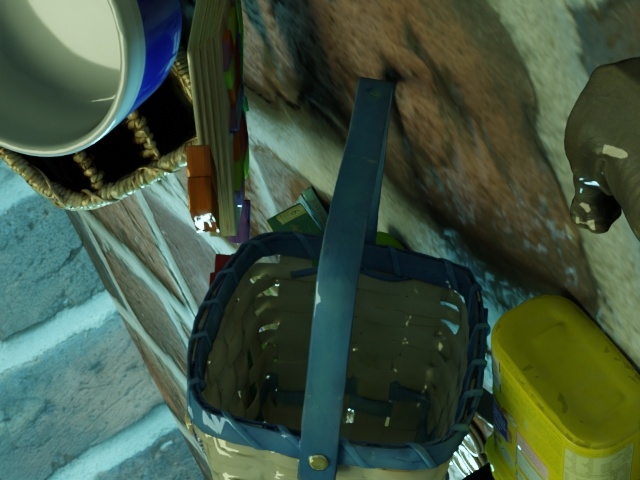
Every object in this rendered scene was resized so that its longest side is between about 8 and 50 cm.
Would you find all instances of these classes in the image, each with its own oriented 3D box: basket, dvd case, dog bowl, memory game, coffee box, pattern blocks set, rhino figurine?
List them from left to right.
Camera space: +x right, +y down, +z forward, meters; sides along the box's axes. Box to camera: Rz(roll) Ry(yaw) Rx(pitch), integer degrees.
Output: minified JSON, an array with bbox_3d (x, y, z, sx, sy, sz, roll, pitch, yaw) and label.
[{"bbox_3d":[-0.267,-0.219,1.520,0.264,0.104,0.265,14,125,22],"label":"dog bowl"},{"bbox_3d":[-0.270,-0.182,1.678,0.299,0.213,0.223,61,168,-11],"label":"basket"},{"bbox_3d":[-0.075,-0.104,1.237,0.325,0.026,0.285,85,-175,-46],"label":"pattern blocks set"},{"bbox_3d":[0.000,0.000,1.518,0.087,0.013,0.119,58,166,4],"label":"dvd case"},{"bbox_3d":[0.014,0.065,1.455,0.184,0.040,0.113,65,176,-29],"label":"coffee box"},{"bbox_3d":[0.014,0.065,1.085,0.255,0.201,0.289,-73,-6,-59],"label":"basket"},{"bbox_3d":[0.097,0.138,1.465,0.186,0.012,0.186,55,166,21],"label":"memory game"},{"bbox_3d":[0.191,0.003,0.689,0.243,0.073,0.106,45,164,42],"label":"rhino figurine"}]

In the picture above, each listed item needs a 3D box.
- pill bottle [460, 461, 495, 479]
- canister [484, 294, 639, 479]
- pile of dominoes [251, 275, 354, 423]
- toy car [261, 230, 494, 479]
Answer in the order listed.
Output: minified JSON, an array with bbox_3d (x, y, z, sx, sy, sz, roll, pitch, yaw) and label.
[{"bbox_3d":[0.178,0.271,1.208,0.219,0.122,0.123,57,167,3],"label":"pill bottle"},{"bbox_3d":[0.164,0.128,1.063,0.126,0.073,0.170,53,164,33],"label":"canister"},{"bbox_3d":[-0.028,0.142,1.878,0.251,0.040,0.196,41,158,55],"label":"pile of dominoes"},{"bbox_3d":[0.059,0.117,1.295,0.188,0.155,0.149,39,160,24],"label":"toy car"}]
